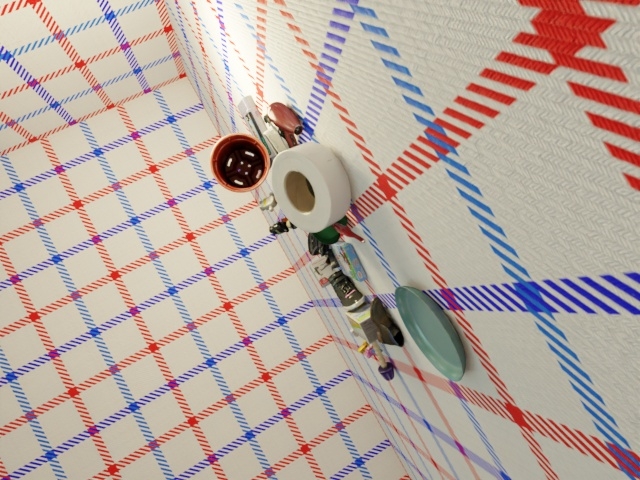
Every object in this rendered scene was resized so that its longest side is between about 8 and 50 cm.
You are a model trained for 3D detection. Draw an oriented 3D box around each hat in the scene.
[{"bbox_3d":[0.071,-0.087,1.558,0.183,0.173,0.208,-28,103,45],"label":"hat"}]

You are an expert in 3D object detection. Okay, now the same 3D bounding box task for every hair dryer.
[{"bbox_3d":[-0.112,-0.410,1.602,0.224,0.080,0.293,48,177,-12],"label":"hair dryer"}]

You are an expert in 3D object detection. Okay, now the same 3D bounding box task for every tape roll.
[{"bbox_3d":[-0.035,-0.174,1.427,0.286,0.100,0.286,29,133,36],"label":"tape roll"}]

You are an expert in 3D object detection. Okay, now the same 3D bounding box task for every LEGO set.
[{"bbox_3d":[0.219,0.514,2.121,0.227,0.093,0.087,53,164,-26],"label":"LEGO set"}]

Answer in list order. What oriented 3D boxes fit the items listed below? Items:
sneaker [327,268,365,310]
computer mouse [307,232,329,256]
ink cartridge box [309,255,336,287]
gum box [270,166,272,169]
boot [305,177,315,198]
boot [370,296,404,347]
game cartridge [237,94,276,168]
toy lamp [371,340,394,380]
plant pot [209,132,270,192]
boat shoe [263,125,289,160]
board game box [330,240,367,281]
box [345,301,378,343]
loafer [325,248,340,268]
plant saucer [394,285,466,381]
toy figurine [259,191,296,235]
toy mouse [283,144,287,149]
[{"bbox_3d":[0.106,0.216,1.970,0.147,0.104,0.296,58,174,-11],"label":"sneaker"},{"bbox_3d":[0.000,0.000,1.983,0.272,0.072,0.189,137,127,-73],"label":"computer mouse"},{"bbox_3d":[0.017,0.160,2.242,0.135,0.099,0.056,56,167,22],"label":"ink cartridge box"},{"bbox_3d":[-0.128,-0.245,1.925,0.157,0.041,0.184,38,-171,-48],"label":"gum box"},{"bbox_3d":[-0.043,-0.130,1.740,0.178,0.085,0.237,-32,78,60],"label":"boot"},{"bbox_3d":[0.263,0.318,1.685,0.106,0.082,0.219,12,129,46],"label":"boot"},{"bbox_3d":[-0.298,-0.516,2.125,0.355,0.068,0.230,64,172,-14],"label":"game cartridge"},{"bbox_3d":[0.283,0.544,2.066,0.275,0.080,0.080,67,167,-17],"label":"toy lamp"},{"bbox_3d":[-0.379,-0.364,2.111,0.272,0.272,0.265,63,177,-6],"label":"plant pot"},{"bbox_3d":[-0.153,-0.344,1.816,0.268,0.088,0.096,66,167,-23],"label":"boat shoe"},{"bbox_3d":[0.111,0.080,1.802,0.160,0.039,0.211,64,169,-11],"label":"board game box"},{"bbox_3d":[0.199,0.347,1.864,0.103,0.114,0.203,64,169,-10],"label":"box"},{"bbox_3d":[0.048,0.084,2.025,0.062,0.061,0.170,65,169,-20],"label":"loafer"},{"bbox_3d":[0.329,0.266,1.296,0.318,0.043,0.318,57,168,19],"label":"plant saucer"},{"bbox_3d":[-0.175,-0.147,2.103,0.210,0.148,0.213,68,-155,-9],"label":"toy figurine"},{"bbox_3d":[-0.104,-0.293,1.704,0.161,0.031,0.143,61,180,-36],"label":"toy mouse"}]
